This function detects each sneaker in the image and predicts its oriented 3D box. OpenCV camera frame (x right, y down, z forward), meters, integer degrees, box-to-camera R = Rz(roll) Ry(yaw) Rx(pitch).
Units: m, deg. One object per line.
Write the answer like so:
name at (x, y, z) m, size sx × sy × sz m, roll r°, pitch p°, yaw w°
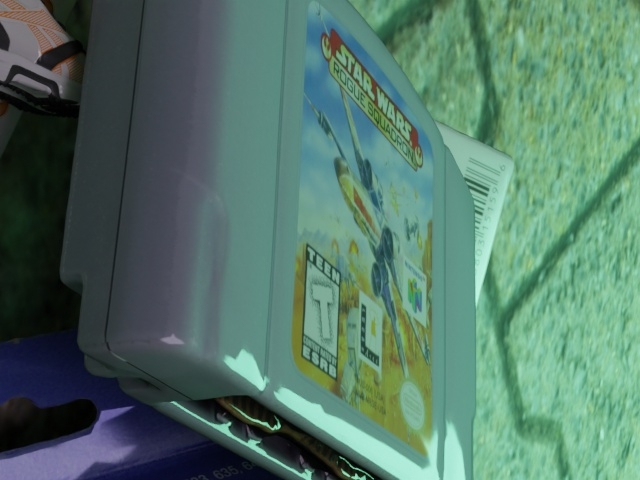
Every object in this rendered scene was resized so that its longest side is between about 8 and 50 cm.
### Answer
sneaker at (-0.101, -0.069, 0.485) m, size 0.109 × 0.040 × 0.043 m, roll 20°, pitch 75°, yaw -61°

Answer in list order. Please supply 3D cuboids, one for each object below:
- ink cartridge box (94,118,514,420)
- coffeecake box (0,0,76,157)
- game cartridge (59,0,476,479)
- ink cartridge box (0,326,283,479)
ink cartridge box at (-0.020, 0.051, 0.728) m, size 0.239 × 0.060 × 0.275 m, roll 20°, pitch 82°, yaw -41°
coffeecake box at (-0.178, -0.059, 0.474) m, size 0.142 × 0.068 × 0.185 m, roll 43°, pitch 64°, yaw -52°
game cartridge at (0.000, 0.000, 0.582) m, size 0.297 × 0.062 × 0.198 m, roll 41°, pitch 49°, yaw -56°
ink cartridge box at (-0.112, 0.196, 0.588) m, size 0.304 × 0.072 × 0.307 m, roll -11°, pitch 111°, yaw -39°
